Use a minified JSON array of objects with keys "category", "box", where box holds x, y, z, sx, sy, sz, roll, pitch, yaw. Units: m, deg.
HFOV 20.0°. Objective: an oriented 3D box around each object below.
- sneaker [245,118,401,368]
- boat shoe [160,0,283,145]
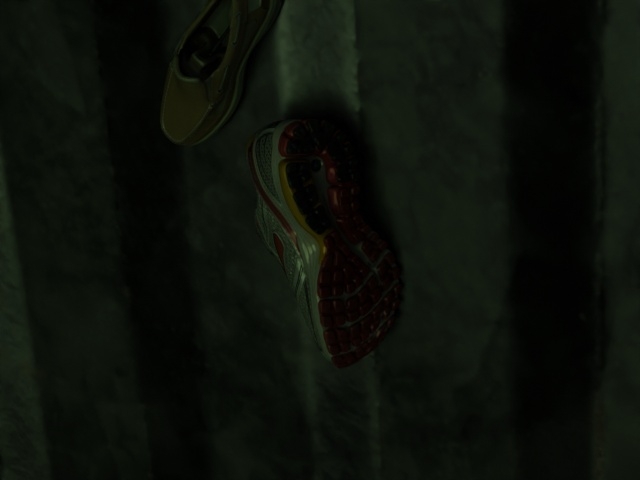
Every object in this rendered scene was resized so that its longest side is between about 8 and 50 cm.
[{"category":"sneaker","box":[0.000,0.000,1.512,0.093,0.088,0.225,13,122,53]},{"category":"boat shoe","box":[-0.099,-0.147,1.496,0.068,0.072,0.190,37,130,13]}]
